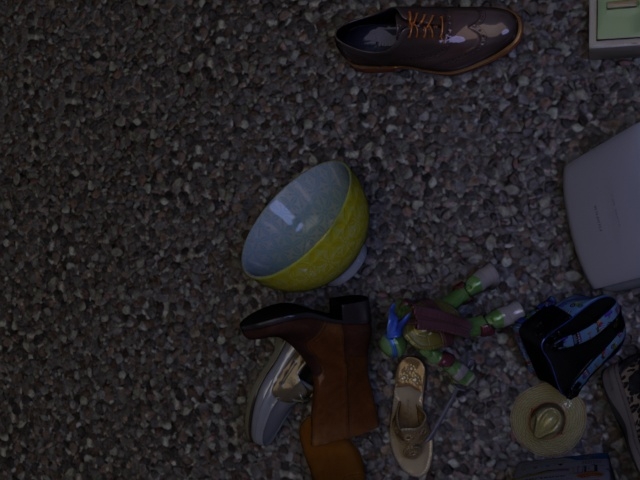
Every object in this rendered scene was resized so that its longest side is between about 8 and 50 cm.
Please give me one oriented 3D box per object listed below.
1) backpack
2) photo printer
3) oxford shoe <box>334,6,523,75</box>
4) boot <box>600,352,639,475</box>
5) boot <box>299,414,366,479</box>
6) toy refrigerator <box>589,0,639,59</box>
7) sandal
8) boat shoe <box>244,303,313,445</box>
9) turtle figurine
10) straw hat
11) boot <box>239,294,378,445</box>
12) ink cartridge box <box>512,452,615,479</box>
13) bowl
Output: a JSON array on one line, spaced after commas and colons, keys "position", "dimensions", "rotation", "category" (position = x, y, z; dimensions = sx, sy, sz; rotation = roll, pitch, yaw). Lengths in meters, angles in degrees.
[{"position": [0.453, 0.168, 1.416], "dimensions": [0.173, 0.117, 0.158], "rotation": [-36, 118, -11], "category": "backpack"}, {"position": [0.519, -0.049, 1.326], "dimensions": [0.107, 0.307, 0.256], "rotation": [-9, 81, -12], "category": "photo printer"}, {"position": [0.203, -0.392, 1.531], "dimensions": [0.364, 0.133, 0.129], "rotation": [-4, 86, 19], "category": "oxford shoe"}, {"position": [0.627, 0.271, 1.240], "dimensions": [0.138, 0.377, 0.284], "rotation": [34, 117, -23], "category": "boot"}, {"position": [0.025, 0.478, 1.516], "dimensions": [0.104, 0.211, 0.295], "rotation": [-36, 77, 14], "category": "boot"}, {"position": [0.619, -0.389, 1.405], "dimensions": [0.270, 0.094, 0.102], "rotation": [1, 88, 20], "category": "toy refrigerator"}, {"position": [0.169, 0.348, 1.540], "dimensions": [0.088, 0.079, 0.240], "rotation": [-1, 87, 20], "category": "sandal"}, {"position": [-0.059, 0.286, 1.606], "dimensions": [0.103, 0.113, 0.302], "rotation": [22, 94, 24], "category": "boat shoe"}, {"position": [0.233, 0.175, 1.494], "dimensions": [0.266, 0.198, 0.274], "rotation": [-25, 120, -10], "category": "turtle figurine"}, {"position": [0.418, 0.334, 1.462], "dimensions": [0.145, 0.061, 0.144], "rotation": [-1, 88, 19], "category": "straw hat"}, {"position": [-0.019, 0.258, 1.536], "dimensions": [0.264, 0.096, 0.280], "rotation": [-7, 101, -24], "category": "boot"}, {"position": [0.428, 0.479, 1.361], "dimensions": [0.171, 0.233, 0.168], "rotation": [-12, 84, 18], "category": "ink cartridge box"}, {"position": [0.000, 0.000, 1.558], "dimensions": [0.289, 0.289, 0.156], "rotation": [-41, 118, 13], "category": "bowl"}]
